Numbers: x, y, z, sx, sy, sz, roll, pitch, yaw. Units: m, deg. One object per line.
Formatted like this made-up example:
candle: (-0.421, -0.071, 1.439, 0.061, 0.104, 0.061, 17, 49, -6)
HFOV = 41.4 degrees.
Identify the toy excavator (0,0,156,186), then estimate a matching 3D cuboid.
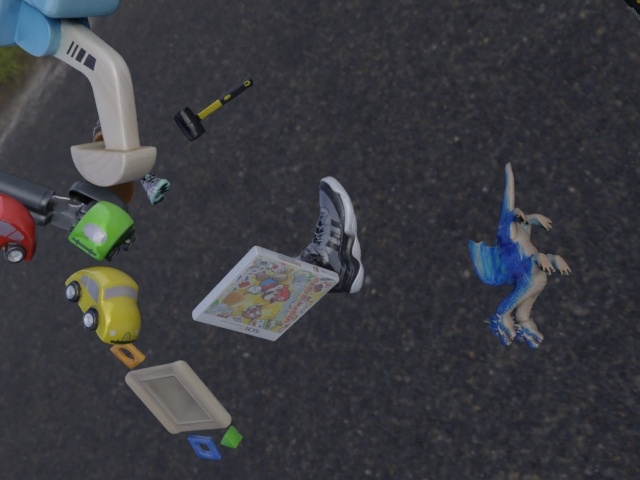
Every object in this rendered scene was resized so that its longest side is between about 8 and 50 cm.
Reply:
toy excavator: (-0.424, -0.363, 1.407, 0.445, 0.222, 0.432, 34, 120, 23)

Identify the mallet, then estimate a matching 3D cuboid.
mallet: (-0.205, -0.268, 1.626, 0.189, 0.062, 0.039, -50, 14, -29)

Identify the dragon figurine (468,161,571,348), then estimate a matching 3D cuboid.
dragon figurine: (0.290, 0.023, 1.316, 0.144, 0.085, 0.289, -38, 63, 39)

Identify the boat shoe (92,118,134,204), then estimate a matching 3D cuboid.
boat shoe: (-0.412, -0.158, 1.690, 0.207, 0.073, 0.073, 99, 163, -46)

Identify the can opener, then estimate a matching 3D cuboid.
can opener: (-0.479, -0.077, 1.469, 0.095, 0.283, 0.076, -74, 6, -45)

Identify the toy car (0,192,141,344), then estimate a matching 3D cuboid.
toy car: (-0.265, -0.001, 0.947, 0.053, 0.239, 0.225, -55, 1, 21)

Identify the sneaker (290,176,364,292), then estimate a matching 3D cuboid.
sneaker: (0.000, 0.000, 1.873, 0.101, 0.153, 0.268, -173, 71, -67)

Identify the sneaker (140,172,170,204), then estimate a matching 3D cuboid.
sneaker: (-0.328, -0.115, 1.647, 0.069, 0.038, 0.098, 57, 150, 5)

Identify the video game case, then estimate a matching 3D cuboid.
video game case: (-0.109, 0.112, 1.688, 0.227, 0.206, 0.026, -45, 42, 31)

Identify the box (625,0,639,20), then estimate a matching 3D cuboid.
box: (0.609, -0.444, 1.286, 0.322, 0.257, 0.079, -7, 60, 45)

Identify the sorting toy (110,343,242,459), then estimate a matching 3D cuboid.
sorting toy: (-0.294, 0.322, 1.774, 0.196, 0.347, 0.047, -19, 25, 41)
